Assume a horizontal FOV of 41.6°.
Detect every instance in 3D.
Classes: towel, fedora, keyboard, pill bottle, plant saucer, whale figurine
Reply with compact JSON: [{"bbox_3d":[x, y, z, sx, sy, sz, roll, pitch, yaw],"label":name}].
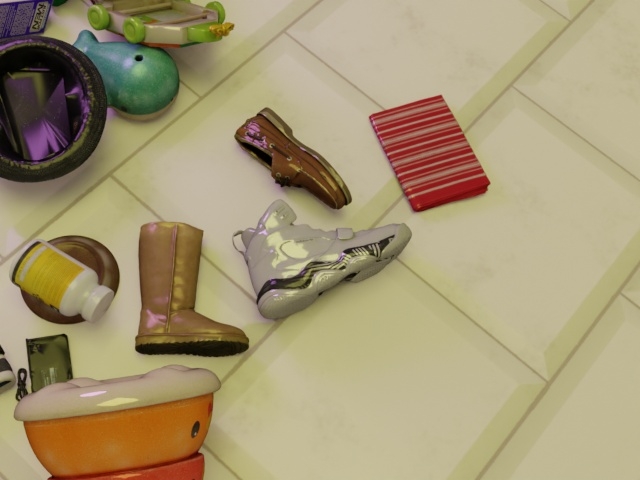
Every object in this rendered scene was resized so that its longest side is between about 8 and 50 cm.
[{"bbox_3d":[0.251,-0.203,1.948,0.199,0.031,0.275,-17,66,-13],"label":"towel"},{"bbox_3d":[-0.600,-0.258,1.783,0.334,0.152,0.334,3,71,-8],"label":"fedora"},{"bbox_3d":[-0.530,0.270,1.614,0.108,0.023,0.180,-7,65,-18],"label":"keyboard"},{"bbox_3d":[-0.496,0.082,1.623,0.184,0.103,0.103,30,64,8],"label":"pill bottle"},{"bbox_3d":[-0.509,0.071,1.705,0.199,0.036,0.198,3,64,-6],"label":"plant saucer"},{"bbox_3d":[-0.445,-0.389,1.875,0.272,0.141,0.216,31,64,4],"label":"whale figurine"}]

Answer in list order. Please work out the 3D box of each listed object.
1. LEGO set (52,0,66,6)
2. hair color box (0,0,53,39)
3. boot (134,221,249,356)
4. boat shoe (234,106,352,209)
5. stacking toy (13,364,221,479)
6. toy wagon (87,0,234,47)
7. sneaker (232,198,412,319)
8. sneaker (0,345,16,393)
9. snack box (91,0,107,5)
[{"bbox_3d":[-0.561,-0.722,1.962,0.331,0.255,0.192,-35,90,-14],"label":"LEGO set"},{"bbox_3d":[-0.771,-0.521,1.825,0.185,0.110,0.339,37,30,10],"label":"hair color box"},{"bbox_3d":[-0.258,0.093,1.702,0.236,0.089,0.269,3,63,-7],"label":"boot"},{"bbox_3d":[-0.064,-0.159,1.848,0.104,0.110,0.307,-39,65,-18],"label":"boat shoe"},{"bbox_3d":[-0.321,0.466,1.444,0.351,0.350,0.479,-7,85,-11],"label":"stacking toy"},{"bbox_3d":[-0.338,-0.491,1.895,0.344,0.068,0.267,26,35,31],"label":"toy wagon"},{"bbox_3d":[0.000,0.000,1.753,0.366,0.137,0.210,-26,73,-15],"label":"sneaker"},{"bbox_3d":[-0.693,0.259,1.572,0.217,0.079,0.121,-22,63,-23],"label":"sneaker"},{"bbox_3d":[-0.449,-0.631,1.954,0.174,0.207,0.070,-34,84,-22],"label":"snack box"}]
